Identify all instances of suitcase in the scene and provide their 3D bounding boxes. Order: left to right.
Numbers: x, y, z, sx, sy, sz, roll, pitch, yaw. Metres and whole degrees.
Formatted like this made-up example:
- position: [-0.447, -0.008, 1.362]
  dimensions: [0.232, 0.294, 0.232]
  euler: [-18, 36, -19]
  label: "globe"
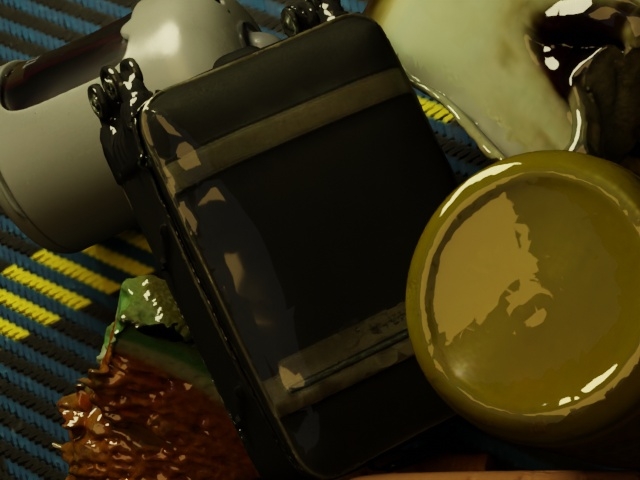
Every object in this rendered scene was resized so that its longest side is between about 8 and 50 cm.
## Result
- position: [0.000, 0.000, 1.663]
  dimensions: [0.283, 0.194, 0.434]
  euler: [-24, 89, -22]
  label: "suitcase"

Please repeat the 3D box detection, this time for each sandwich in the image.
- position: [-0.152, 0.192, 1.826]
  dimensions: [0.301, 0.250, 0.162]
  euler: [-54, 17, 17]
  label: "sandwich"

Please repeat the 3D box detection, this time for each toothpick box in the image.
- position: [-0.167, -0.123, 1.876]
  dimensions: [0.316, 0.229, 0.229]
  euler: [-22, 69, 20]
  label: "toothpick box"

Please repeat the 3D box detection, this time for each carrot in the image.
- position: [0.072, 0.233, 1.731]
  dimensions: [0.193, 0.087, 0.087]
  euler: [-12, 73, 26]
  label: "carrot"

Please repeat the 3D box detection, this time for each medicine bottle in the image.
- position: [0.241, 0.073, 1.506]
  dimensions: [0.224, 0.384, 0.224]
  euler: [-7, 75, 26]
  label: "medicine bottle"

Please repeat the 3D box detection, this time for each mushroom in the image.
- position: [0.212, -0.171, 1.661]
  dimensions: [0.217, 0.212, 0.292]
  euler: [-51, 47, 18]
  label: "mushroom"

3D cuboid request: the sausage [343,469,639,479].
- position: [0.152, 0.235, 1.548]
  dimensions: [0.289, 0.086, 0.086]
  euler: [-3, 77, 10]
  label: "sausage"
